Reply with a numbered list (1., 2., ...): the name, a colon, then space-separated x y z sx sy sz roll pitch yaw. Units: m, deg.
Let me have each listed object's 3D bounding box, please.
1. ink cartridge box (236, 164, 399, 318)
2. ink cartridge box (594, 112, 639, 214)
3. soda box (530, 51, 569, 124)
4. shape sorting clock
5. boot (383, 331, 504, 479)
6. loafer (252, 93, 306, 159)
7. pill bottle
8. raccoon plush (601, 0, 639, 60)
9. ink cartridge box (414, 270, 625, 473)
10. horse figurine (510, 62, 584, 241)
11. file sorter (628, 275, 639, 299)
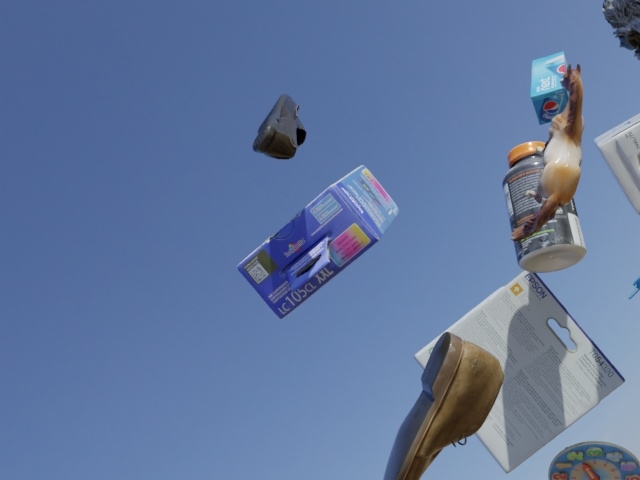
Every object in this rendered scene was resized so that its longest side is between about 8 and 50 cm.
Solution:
1. ink cartridge box: 0.000 0.000 1.657 0.270 0.151 0.395 -40 -1 17
2. ink cartridge box: 0.809 -0.207 1.953 0.197 0.198 0.270 -30 0 20
3. soda box: 0.482 -0.320 1.660 0.067 0.071 0.210 64 -154 -26
4. shape sorting clock: 0.618 0.533 1.793 0.040 0.206 0.206 -63 -4 -57
5. boot: 0.187 0.303 1.247 0.112 0.115 0.305 -114 48 -79
6. loafer: -0.066 -0.193 1.426 0.080 0.078 0.220 -52 12 28
7. pill bottle: 0.431 -0.071 1.565 0.131 0.245 0.130 -4 -25 -2
8. raccoon plush: 0.724 -0.488 1.431 0.299 0.216 0.446 -50 9 -7
9. ink cartridge box: 0.434 0.283 1.765 0.330 0.324 0.071 -38 -8 1
10. horse figurine: 0.371 -0.123 1.260 0.174 0.066 0.263 92 -167 -80
11. file sorter: 0.807 0.133 1.812 0.104 0.170 0.118 -37 -18 -49
